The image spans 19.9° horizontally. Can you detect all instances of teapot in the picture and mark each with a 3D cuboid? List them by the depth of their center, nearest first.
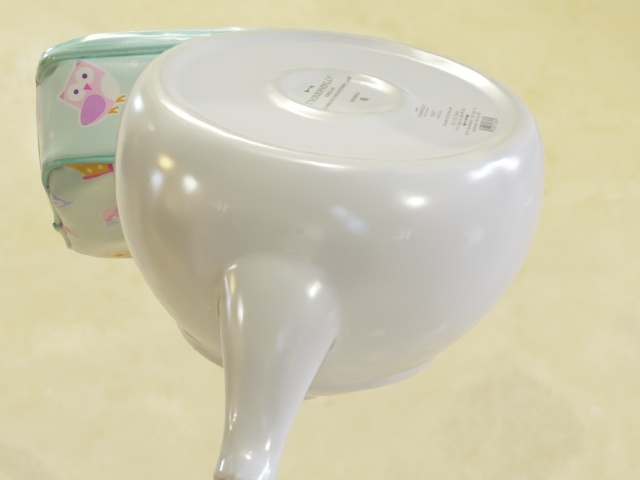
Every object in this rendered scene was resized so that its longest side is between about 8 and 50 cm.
[{"bbox_3d":[0.000,0.000,1.023,0.256,0.187,0.252,-11,31,-33],"label":"teapot"}]

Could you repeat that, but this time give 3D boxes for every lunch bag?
[{"bbox_3d":[-0.080,-0.063,1.278,0.224,0.279,0.108,-5,77,-3],"label":"lunch bag"}]
